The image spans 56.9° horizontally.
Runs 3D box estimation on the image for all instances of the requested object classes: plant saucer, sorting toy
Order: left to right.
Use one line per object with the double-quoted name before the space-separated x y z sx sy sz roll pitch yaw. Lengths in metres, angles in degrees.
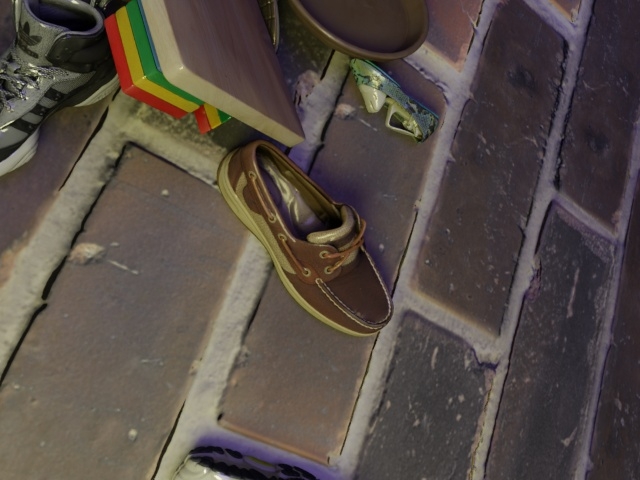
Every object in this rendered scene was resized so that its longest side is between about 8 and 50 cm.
"sorting toy" -0.147 -0.240 0.690 0.255 0.090 0.256 14 53 -65
"plant saucer" 0.050 -0.396 0.942 0.278 0.041 0.277 12 63 -24

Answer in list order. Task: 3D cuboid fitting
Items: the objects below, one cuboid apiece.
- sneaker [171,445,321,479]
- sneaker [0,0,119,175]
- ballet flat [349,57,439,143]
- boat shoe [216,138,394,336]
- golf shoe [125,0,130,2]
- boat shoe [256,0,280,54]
"sneaker" -0.066 0.348 0.753 0.276 0.107 0.109 25 89 -19
"sneaker" -0.327 -0.179 0.638 0.101 0.153 0.268 40 61 1
"ballet flat" 0.114 -0.223 0.967 0.189 0.070 0.070 32 67 -18
"boat shoe" 0.000 0.000 0.821 0.123 0.123 0.342 -44 103 -29
"golf shoe" -0.269 -0.364 0.767 0.176 0.069 0.085 4 73 -31
"boat shoe" -0.095 -0.369 0.861 0.073 0.080 0.223 -15 89 -63
